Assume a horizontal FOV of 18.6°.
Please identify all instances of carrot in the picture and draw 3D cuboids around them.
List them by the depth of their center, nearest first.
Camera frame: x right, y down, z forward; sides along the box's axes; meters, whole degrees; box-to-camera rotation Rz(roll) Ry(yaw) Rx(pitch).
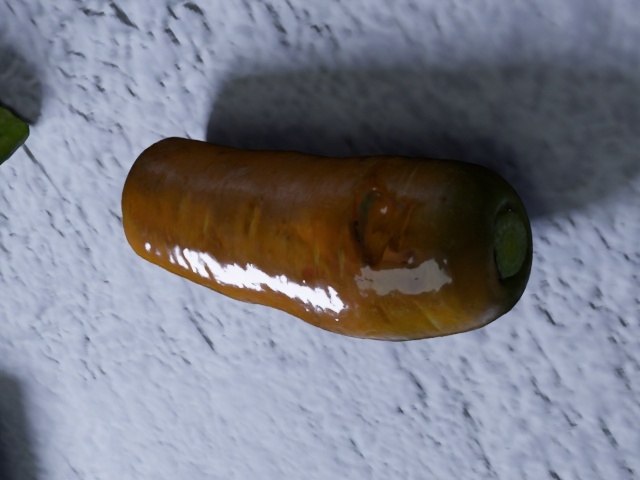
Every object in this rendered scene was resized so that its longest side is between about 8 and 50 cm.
[{"bbox_3d":[0.000,0.000,0.879,0.193,0.087,0.087,4,129,33],"label":"carrot"}]

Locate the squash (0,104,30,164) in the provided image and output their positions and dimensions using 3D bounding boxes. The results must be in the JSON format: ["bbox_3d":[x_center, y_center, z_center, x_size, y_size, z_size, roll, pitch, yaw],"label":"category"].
[{"bbox_3d":[-0.311,-0.033,1.056,0.288,0.111,0.203,28,140,10],"label":"squash"}]
